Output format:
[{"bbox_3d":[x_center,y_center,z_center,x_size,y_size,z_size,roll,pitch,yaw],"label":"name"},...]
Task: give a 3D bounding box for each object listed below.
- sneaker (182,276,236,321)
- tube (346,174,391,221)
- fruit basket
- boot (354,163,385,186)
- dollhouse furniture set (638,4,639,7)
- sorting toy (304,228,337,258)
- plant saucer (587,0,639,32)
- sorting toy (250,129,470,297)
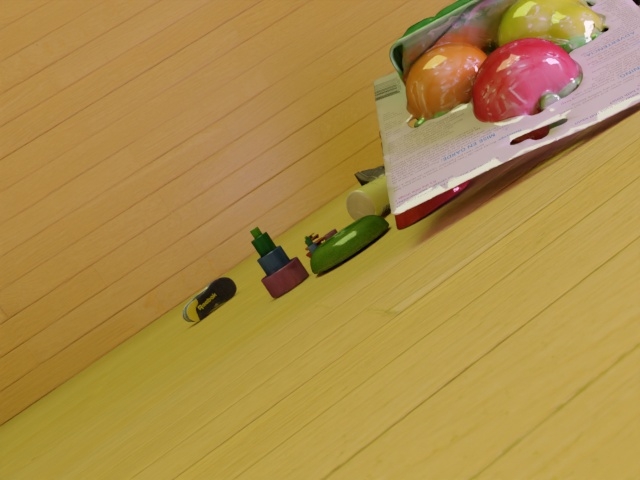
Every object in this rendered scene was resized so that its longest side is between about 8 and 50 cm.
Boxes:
[{"bbox_3d":[-0.242,0.127,1.727,0.144,0.053,0.059,-36,2,-38],"label":"sneaker"},{"bbox_3d":[0.138,-0.099,1.390,0.070,0.062,0.240,22,37,34],"label":"tube"},{"bbox_3d":[0.221,-0.180,0.937,0.327,0.165,0.353,-26,35,16],"label":"fruit basket"},{"bbox_3d":[0.185,-0.172,1.736,0.208,0.076,0.190,-41,19,-4],"label":"boot"},{"bbox_3d":[0.404,-0.252,0.934,0.059,0.076,0.152,-35,3,-2],"label":"dollhouse furniture set"},{"bbox_3d":[0.000,0.000,1.384,0.061,0.042,0.102,-37,5,-38],"label":"sorting toy"},{"bbox_3d":[0.399,-0.349,1.095,0.310,0.311,0.050,159,127,-73],"label":"plant saucer"},{"bbox_3d":[0.030,-0.046,1.114,0.366,0.126,0.127,-30,6,34],"label":"sorting toy"}]
